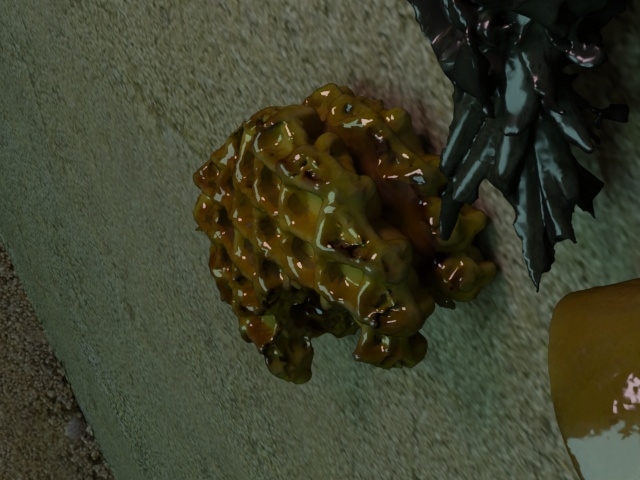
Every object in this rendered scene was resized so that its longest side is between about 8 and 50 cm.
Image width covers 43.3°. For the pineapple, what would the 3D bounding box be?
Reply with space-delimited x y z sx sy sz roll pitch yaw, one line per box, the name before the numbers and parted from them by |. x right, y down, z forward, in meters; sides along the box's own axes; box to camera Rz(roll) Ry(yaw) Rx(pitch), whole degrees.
pineapple | 0.121 -0.152 0.481 0.165 0.165 0.364 39 141 38

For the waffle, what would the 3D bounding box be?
waffle | 0.000 0.000 0.770 0.324 0.151 0.261 -25 91 58

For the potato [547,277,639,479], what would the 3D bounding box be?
potato | 0.246 0.098 0.455 0.158 0.178 0.203 -32 57 44
